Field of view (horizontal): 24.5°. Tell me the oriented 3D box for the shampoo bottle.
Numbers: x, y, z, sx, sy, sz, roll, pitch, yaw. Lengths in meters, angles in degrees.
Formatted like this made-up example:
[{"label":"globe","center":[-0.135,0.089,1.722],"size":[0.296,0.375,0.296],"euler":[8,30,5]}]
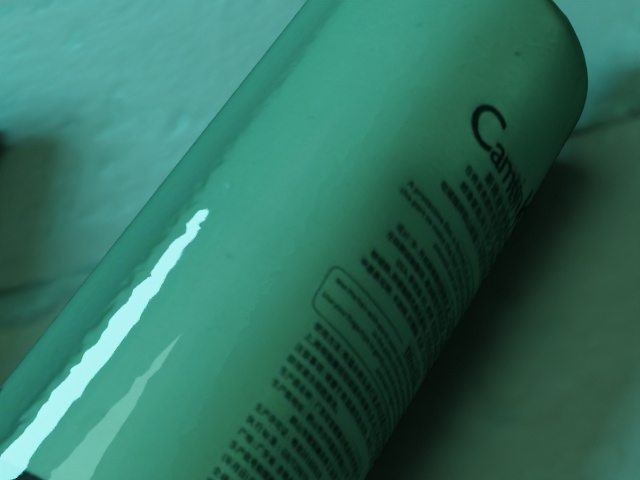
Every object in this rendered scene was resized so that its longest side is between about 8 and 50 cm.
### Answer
[{"label":"shampoo bottle","center":[0.000,0.000,0.382],"size":[0.085,0.085,0.262],"euler":[12,55,36]}]
